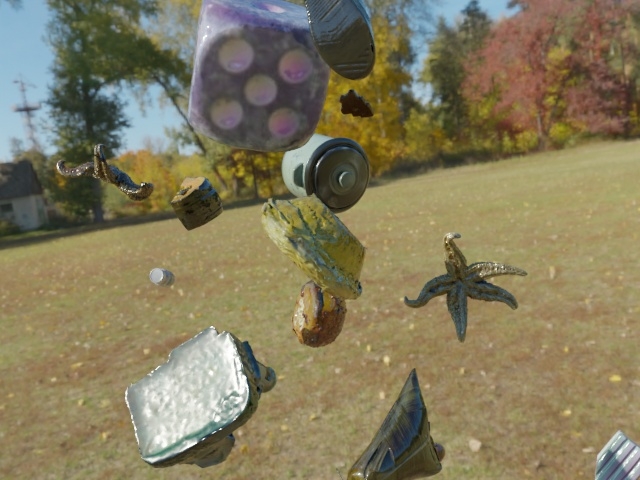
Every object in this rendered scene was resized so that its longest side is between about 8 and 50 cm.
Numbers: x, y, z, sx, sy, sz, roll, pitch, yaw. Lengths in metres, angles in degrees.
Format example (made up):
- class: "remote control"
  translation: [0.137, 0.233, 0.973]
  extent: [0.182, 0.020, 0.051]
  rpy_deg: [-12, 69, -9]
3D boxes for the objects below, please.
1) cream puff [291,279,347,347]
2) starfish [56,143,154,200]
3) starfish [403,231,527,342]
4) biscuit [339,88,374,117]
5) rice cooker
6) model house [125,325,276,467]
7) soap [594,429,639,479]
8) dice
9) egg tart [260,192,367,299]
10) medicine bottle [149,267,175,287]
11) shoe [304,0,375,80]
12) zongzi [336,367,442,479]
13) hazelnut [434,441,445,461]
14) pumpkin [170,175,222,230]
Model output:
- class: "cream puff"
  translation: [0.001, 0.247, 2.112]
  extent: [0.163, 0.240, 0.240]
  rpy_deg: [11, 1, -15]
- class: "starfish"
  translation: [-0.665, -0.210, 1.954]
  extent: [0.311, 0.113, 0.303]
  rpy_deg: [19, -10, -1]
- class: "starfish"
  translation: [0.433, 0.128, 1.886]
  extent: [0.374, 0.327, 0.094]
  rpy_deg: [-25, 7, 3]
- class: "biscuit"
  translation: [0.088, -0.323, 1.482]
  extent: [0.092, 0.016, 0.082]
  rpy_deg: [23, -33, 0]
- class: "rice cooker"
  translation: [0.022, -0.240, 2.175]
  extent: [0.316, 0.265, 0.317]
  rpy_deg: [4, 16, -1]
- class: "model house"
  translation: [-0.252, 0.392, 1.485]
  extent: [0.298, 0.243, 0.284]
  rpy_deg: [-32, -31, 4]
- class: "soap"
  translation: [0.781, 0.589, 1.624]
  extent: [0.100, 0.149, 0.056]
  rpy_deg: [38, 8, 20]
- class: "dice"
  translation: [-0.134, -0.360, 1.320]
  extent: [0.269, 0.272, 0.270]
  rpy_deg: [7, 30, -14]
- class: "egg tart"
  translation: [0.000, 0.000, 1.729]
  extent: [0.169, 0.388, 0.388]
  rpy_deg: [-45, 3, 6]
- class: "medicine bottle"
  translation: [-0.477, 0.112, 1.870]
  extent: [0.052, 0.052, 0.089]
  rpy_deg: [-8, -13, 7]
- class: "shoe"
  translation: [0.034, -0.424, 1.136]
  extent: [0.103, 0.275, 0.098]
  rpy_deg: [-16, 0, 21]
- class: "zongzi"
  translation: [0.142, 0.422, 1.361]
  extent: [0.247, 0.241, 0.111]
  rpy_deg: [-5, -8, -38]
- class: "hazelnut"
  translation: [0.370, 0.710, 2.061]
  extent: [0.086, 0.086, 0.086]
  rpy_deg: [-9, 6, 1]
- class: "pumpkin"
  translation: [-0.374, -0.134, 1.954]
  extent: [0.125, 0.131, 0.248]
  rpy_deg: [-26, 26, 10]
